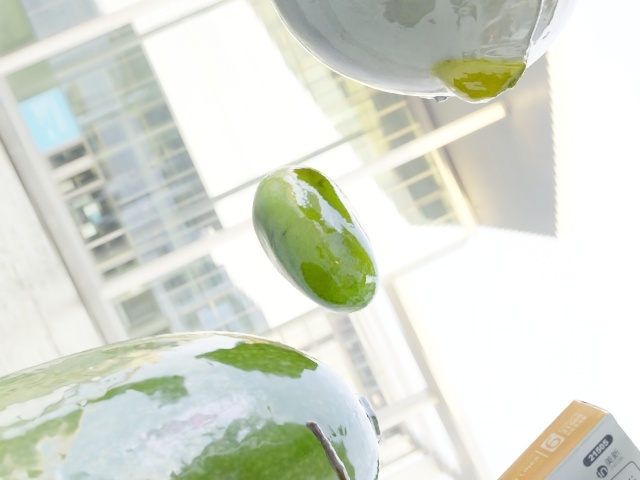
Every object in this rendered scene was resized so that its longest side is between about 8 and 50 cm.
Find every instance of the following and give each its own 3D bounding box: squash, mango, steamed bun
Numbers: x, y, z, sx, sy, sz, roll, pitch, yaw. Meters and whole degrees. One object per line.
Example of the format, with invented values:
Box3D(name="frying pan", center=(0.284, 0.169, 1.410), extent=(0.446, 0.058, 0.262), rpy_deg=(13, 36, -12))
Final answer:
Box3D(name="squash", center=(-0.108, 0.175, 0.928), extent=(0.310, 0.309, 0.310), rpy_deg=(34, -35, 29))
Box3D(name="mango", center=(-0.003, -0.006, 1.047), extent=(0.117, 0.089, 0.163), rpy_deg=(62, -8, -22))
Box3D(name="steamed bun", center=(0.098, -0.306, 1.240), extent=(0.374, 0.334, 0.334), rpy_deg=(26, -39, 63))

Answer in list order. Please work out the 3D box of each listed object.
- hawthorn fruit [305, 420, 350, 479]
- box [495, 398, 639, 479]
Box3D(name="hawthorn fruit", center=(0.020, 0.195, 0.572), extent=(0.162, 0.162, 0.203), rpy_deg=(104, -6, -76))
Box3D(name="box", center=(0.308, 0.368, 1.539), extent=(0.221, 0.274, 0.091), rpy_deg=(48, -10, -17))
